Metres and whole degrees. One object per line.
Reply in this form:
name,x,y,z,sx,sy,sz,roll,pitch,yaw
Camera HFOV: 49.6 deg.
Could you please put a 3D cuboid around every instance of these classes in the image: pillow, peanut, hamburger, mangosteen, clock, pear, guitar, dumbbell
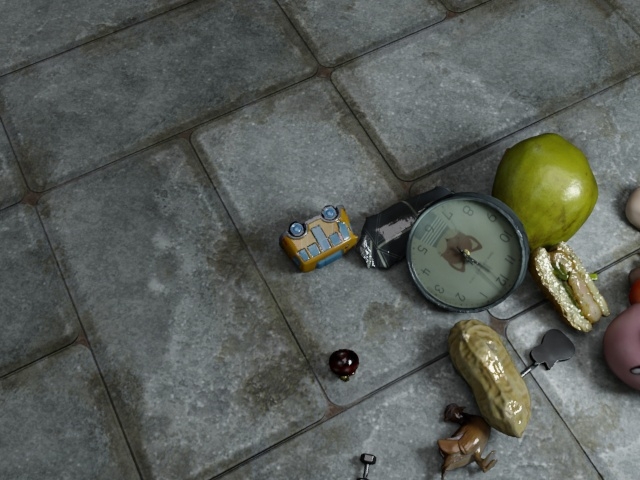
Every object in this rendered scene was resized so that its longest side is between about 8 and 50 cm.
pillow,0.252,-0.038,1.963,0.335,0.092,0.161,-24,70,-9
peanut,0.426,0.339,1.730,0.140,0.153,0.325,-24,54,1
hamburger,0.637,0.119,1.834,0.124,0.131,0.262,-35,99,-14
mangosteen,0.061,0.319,1.796,0.081,0.081,0.081,-1,63,1
clock,0.383,0.033,1.832,0.325,0.067,0.325,4,101,20
pear,0.592,-0.103,1.888,0.287,0.287,0.375,26,87,14
guitar,0.563,0.322,1.811,0.233,0.025,0.088,-34,69,-15
dumbbell,0.112,0.565,1.695,0.040,0.036,0.083,10,64,6

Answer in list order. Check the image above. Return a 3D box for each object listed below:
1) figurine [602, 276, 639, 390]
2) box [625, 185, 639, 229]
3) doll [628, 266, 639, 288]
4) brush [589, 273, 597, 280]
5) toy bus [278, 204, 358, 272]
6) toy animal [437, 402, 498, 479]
figurine,0.826,0.261,1.739,0.269,0.211,0.261,51,37,-16
box,0.972,-0.077,1.966,0.200,0.088,0.146,27,66,13
doll,0.908,0.117,1.877,0.145,0.096,0.188,48,47,6
brush,0.724,0.104,1.919,0.083,0.021,0.018,-1,65,-5
toy bus,0.000,0.000,1.935,0.209,0.126,0.136,-28,74,-12
toy animal,0.339,0.498,1.704,0.188,0.089,0.179,-36,52,-15
